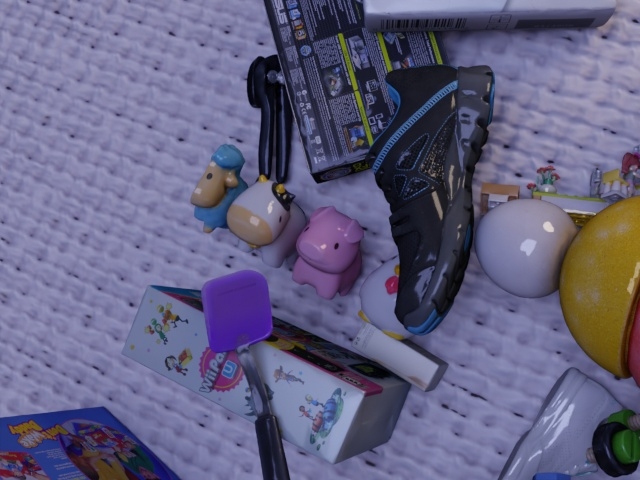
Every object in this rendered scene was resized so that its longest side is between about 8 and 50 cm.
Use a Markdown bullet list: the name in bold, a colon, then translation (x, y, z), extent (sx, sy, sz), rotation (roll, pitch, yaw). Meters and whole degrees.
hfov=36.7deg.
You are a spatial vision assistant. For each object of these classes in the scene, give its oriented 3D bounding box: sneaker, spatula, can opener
- **sneaker**: translation (0.284, 0.264, 1.164), extent (0.094, 0.080, 0.212), rotation (33, 94, 9)
- **spatula**: translation (-0.070, 0.175, 1.081), extent (0.084, 0.030, 0.297), rotation (-18, 77, 13)
- **sneaker**: translation (0.120, -0.054, 1.163), extent (0.139, 0.125, 0.341), rotation (8, 72, 11)
- **can opener**: translation (-0.064, -0.171, 1.352), extent (0.059, 0.073, 0.186), rotation (-4, 84, -20)

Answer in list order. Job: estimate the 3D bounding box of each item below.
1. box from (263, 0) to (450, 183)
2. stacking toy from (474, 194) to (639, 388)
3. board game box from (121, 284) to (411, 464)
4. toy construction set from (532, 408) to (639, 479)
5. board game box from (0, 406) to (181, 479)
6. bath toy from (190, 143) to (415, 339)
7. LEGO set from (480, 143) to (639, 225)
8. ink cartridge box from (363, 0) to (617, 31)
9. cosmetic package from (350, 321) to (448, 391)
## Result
- **box**: translation (0.058, -0.234, 1.284), extent (0.216, 0.060, 0.270), rotation (-16, 79, 4)
- **stacking toy**: translation (0.389, 0.054, 1.047), extent (0.479, 0.350, 0.351), rotation (23, 92, 33)
- **board game box**: translation (-0.060, 0.160, 1.215), extent (0.303, 0.224, 0.098), rotation (22, 92, 20)
- **toy construction set**: translation (0.265, 0.377, 1.054), extent (0.237, 0.257, 0.309), rotation (-30, 74, 46)
- **board game box**: translation (-0.311, 0.321, 1.218), extent (0.233, 0.347, 0.078), rotation (37, 97, 20)
- **bath toy**: translation (0.000, 0.000, 1.250), extent (0.348, 0.151, 0.129), rotation (28, 104, 18)
- **LEGO set**: translation (0.337, -0.081, 1.171), extent (0.287, 0.132, 0.107), rotation (-11, 59, 44)
- **ink cartridge box**: translation (0.206, -0.461, 1.214), extent (0.308, 0.091, 0.385), rotation (-1, 88, 3)
- **cosmetic package**: translation (0.103, 0.148, 1.246), extent (0.115, 0.060, 0.041), rotation (31, 95, 21)
